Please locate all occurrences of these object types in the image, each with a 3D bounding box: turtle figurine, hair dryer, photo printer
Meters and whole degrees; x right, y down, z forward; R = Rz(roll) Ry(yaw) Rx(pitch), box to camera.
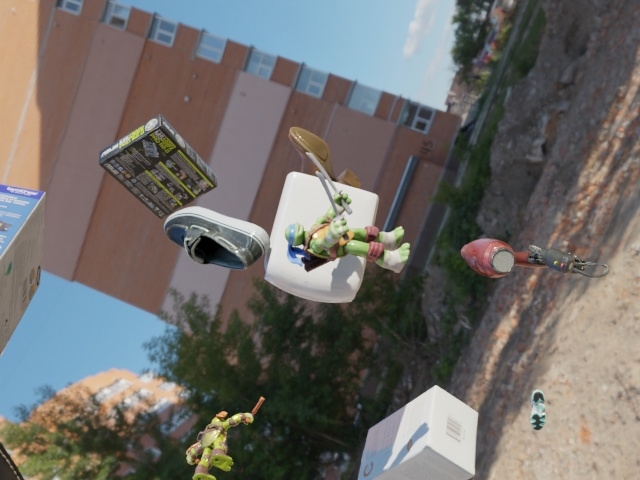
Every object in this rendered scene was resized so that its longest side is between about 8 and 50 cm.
[{"bbox_3d":[-0.262,0.514,1.557,0.269,0.087,0.217,-34,18,7],"label":"turtle figurine"},{"bbox_3d":[0.070,-0.047,1.333,0.198,0.266,0.275,167,118,-77],"label":"turtle figurine"},{"bbox_3d":[0.411,0.049,1.234,0.223,0.293,0.080,12,-90,-47],"label":"hair dryer"},{"bbox_3d":[0.000,0.000,1.538,0.107,0.255,0.308,118,167,-71],"label":"photo printer"}]

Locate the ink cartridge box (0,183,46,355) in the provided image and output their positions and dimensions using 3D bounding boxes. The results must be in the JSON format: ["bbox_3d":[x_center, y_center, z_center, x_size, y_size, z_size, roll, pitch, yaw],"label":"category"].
[{"bbox_3d":[-0.716,0.051,1.313,0.395,0.151,0.270,-99,24,-61],"label":"ink cartridge box"}]

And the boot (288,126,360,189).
[{"bbox_3d":[-0.038,-0.192,1.860,0.220,0.283,0.109,-42,12,36],"label":"boot"}]

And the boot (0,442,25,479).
[{"bbox_3d":[-0.274,0.361,0.662,0.138,0.284,0.378,-35,-70,-65],"label":"boot"}]

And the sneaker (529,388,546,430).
[{"bbox_3d":[0.540,0.417,1.493,0.069,0.038,0.098,16,-99,-74],"label":"sneaker"}]

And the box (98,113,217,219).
[{"bbox_3d":[-0.462,-0.203,1.733,0.270,0.216,0.060,50,-164,-44],"label":"box"}]

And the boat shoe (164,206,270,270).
[{"bbox_3d":[-0.288,-0.002,1.511,0.119,0.335,0.121,-48,-47,-41],"label":"boat shoe"}]

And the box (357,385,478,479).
[{"bbox_3d":[0.286,0.624,1.785,0.345,0.168,0.215,-47,13,39],"label":"box"}]
